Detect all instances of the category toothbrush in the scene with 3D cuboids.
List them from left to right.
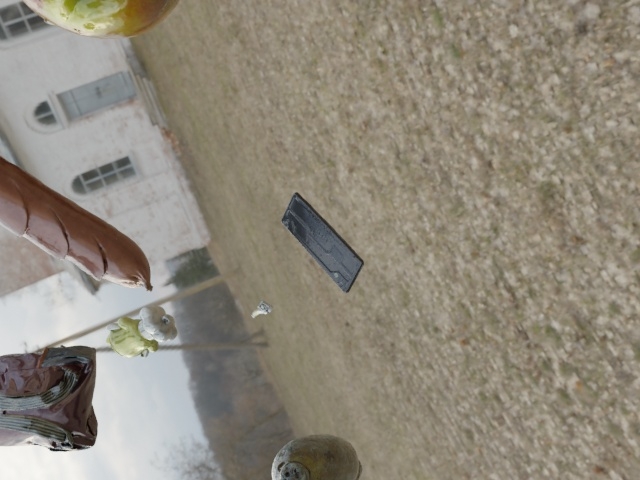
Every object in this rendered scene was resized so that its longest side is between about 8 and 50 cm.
[{"bbox_3d":[-0.122,0.140,1.389,0.024,0.021,0.288,37,167,-3],"label":"toothbrush"}]

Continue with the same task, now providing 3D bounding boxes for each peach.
[{"bbox_3d":[-0.422,-0.556,1.300,0.370,0.370,0.370,60,166,25],"label":"peach"}]

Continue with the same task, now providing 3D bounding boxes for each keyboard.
[{"bbox_3d":[0.000,0.000,0.888,0.155,0.010,0.053,48,124,35],"label":"keyboard"}]

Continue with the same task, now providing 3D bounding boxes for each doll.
[{"bbox_3d":[-0.354,0.183,1.380,0.106,0.162,0.062,46,-146,-27],"label":"doll"}]

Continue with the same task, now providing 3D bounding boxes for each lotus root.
[{"bbox_3d":[-0.018,0.552,1.691,0.175,0.175,0.349,60,-166,26],"label":"lotus root"}]

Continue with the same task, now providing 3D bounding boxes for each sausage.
[{"bbox_3d":[-0.408,-0.055,0.935,0.433,0.088,0.088,35,176,-17],"label":"sausage"}]

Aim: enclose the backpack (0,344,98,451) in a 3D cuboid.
[{"bbox_3d":[-0.738,0.409,1.788,0.197,0.317,0.283,-140,52,-75],"label":"backpack"}]
